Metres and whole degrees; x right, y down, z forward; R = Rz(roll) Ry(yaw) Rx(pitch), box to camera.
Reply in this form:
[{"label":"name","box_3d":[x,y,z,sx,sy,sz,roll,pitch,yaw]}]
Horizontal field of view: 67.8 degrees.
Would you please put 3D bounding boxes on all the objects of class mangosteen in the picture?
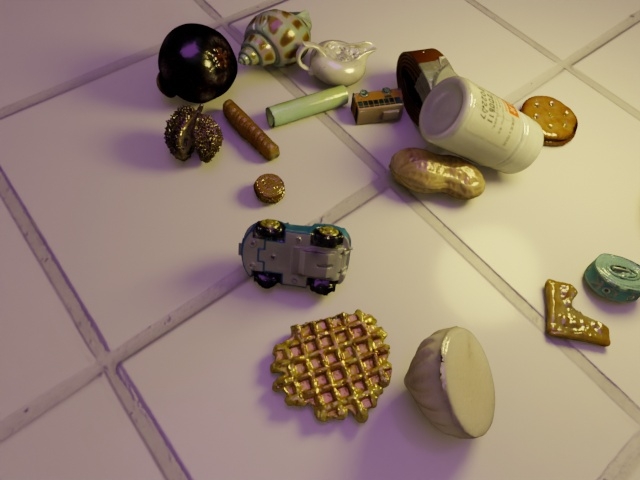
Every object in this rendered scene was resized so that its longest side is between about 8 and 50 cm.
[{"label":"mangosteen","box_3d":[-0.447,-0.602,1.647,0.302,0.275,0.275,-2,52,36]}]

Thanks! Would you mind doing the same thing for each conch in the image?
[{"label":"conch","box_3d":[-0.167,-0.749,1.755,0.249,0.197,0.367,34,37,30]}]

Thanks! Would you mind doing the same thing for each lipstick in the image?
[{"label":"lipstick","box_3d":[-0.047,-0.476,1.685,0.304,0.076,0.076,-22,63,-16]}]

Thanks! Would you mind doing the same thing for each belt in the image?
[{"label":"belt","box_3d":[0.381,-0.532,1.665,0.122,0.217,0.339,-12,55,-11]},{"label":"belt","box_3d":[0.869,0.114,1.399,0.163,0.082,0.147,34,52,19]}]

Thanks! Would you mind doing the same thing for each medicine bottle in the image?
[{"label":"medicine bottle","box_3d":[0.508,-0.351,1.494,0.371,0.211,0.211,14,54,-31]}]

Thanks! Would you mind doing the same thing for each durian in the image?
[{"label":"durian","box_3d":[-0.402,-0.345,1.520,0.195,0.167,0.196,-1,93,-13]}]

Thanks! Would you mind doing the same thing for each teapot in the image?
[{"label":"teapot","box_3d":[0.051,-0.661,1.747,0.299,0.166,0.209,-5,67,-29]}]

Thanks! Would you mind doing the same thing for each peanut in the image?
[{"label":"peanut","box_3d":[0.376,-0.210,1.525,0.312,0.149,0.149,12,59,-5]}]

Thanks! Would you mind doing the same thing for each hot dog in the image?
[{"label":"hot dog","box_3d":[-0.240,-0.372,1.610,0.068,0.083,0.289,-40,68,-4]}]

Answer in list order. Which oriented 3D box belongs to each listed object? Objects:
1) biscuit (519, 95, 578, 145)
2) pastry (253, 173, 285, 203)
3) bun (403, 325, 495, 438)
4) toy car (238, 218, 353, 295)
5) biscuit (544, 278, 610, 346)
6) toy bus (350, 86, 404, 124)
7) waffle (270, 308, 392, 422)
[{"label":"biscuit","box_3d":[0.829,-0.439,1.734,0.220,0.066,0.221,2,60,-4]},{"label":"pastry","box_3d":[-0.161,-0.164,1.499,0.097,0.057,0.109,19,61,5]},{"label":"bun","box_3d":[0.294,0.347,1.165,0.263,0.175,0.264,21,60,-42]},{"label":"toy car","box_3d":[-0.068,0.027,1.330,0.313,0.199,0.166,6,26,3]},{"label":"biscuit","box_3d":[0.726,0.204,1.359,0.173,0.039,0.184,7,60,1]},{"label":"toy bus","box_3d":[0.207,-0.477,1.695,0.181,0.091,0.103,-9,62,-7]},{"label":"waffle","box_3d":[0.031,0.309,1.232,0.311,0.060,0.308,16,59,3]}]
